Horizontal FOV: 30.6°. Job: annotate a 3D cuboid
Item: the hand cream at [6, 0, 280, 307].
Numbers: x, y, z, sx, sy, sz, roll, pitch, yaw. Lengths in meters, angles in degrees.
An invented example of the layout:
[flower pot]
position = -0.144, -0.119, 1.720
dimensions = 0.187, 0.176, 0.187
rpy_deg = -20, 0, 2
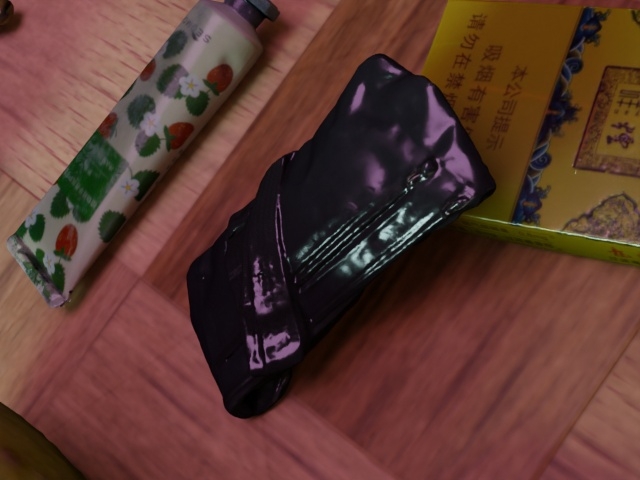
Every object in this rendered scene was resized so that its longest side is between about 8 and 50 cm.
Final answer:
[hand cream]
position = -0.133, -0.077, 0.871
dimensions = 0.276, 0.059, 0.095
rpy_deg = -51, 51, 5

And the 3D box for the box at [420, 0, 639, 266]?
[box]
position = 0.178, -0.064, 0.695
dimensions = 0.279, 0.041, 0.153
rpy_deg = 11, 73, 34

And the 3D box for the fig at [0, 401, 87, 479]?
[fig]
position = -0.232, 0.206, 0.673
dimensions = 0.258, 0.258, 0.326
rpy_deg = -36, 40, 10

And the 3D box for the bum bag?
[bum bag]
position = 0.000, 0.000, 0.721
dimensions = 0.248, 0.060, 0.123
rpy_deg = -41, 57, 27

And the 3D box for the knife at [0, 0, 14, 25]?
[knife]
position = -0.396, -0.191, 1.098
dimensions = 0.297, 0.017, 0.047
rpy_deg = -9, 61, 30
